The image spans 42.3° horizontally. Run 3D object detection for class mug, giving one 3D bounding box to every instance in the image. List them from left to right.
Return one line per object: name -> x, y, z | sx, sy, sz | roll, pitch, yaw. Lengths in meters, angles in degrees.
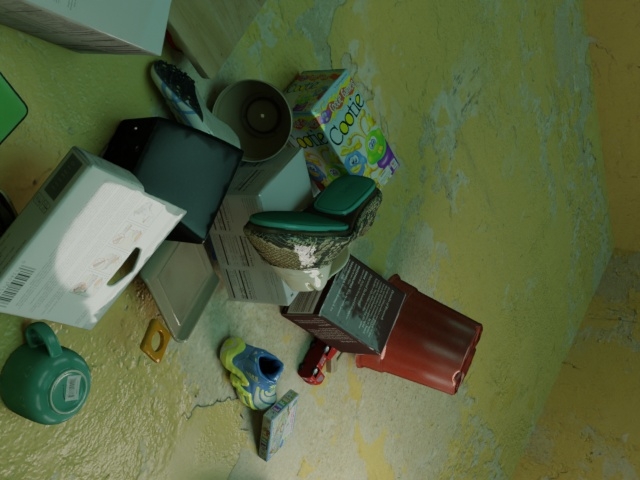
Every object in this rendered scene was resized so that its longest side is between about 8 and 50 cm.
mug -> -0.450, 0.228, 1.358 | 0.129, 0.097, 0.158 | -55, 139, -30

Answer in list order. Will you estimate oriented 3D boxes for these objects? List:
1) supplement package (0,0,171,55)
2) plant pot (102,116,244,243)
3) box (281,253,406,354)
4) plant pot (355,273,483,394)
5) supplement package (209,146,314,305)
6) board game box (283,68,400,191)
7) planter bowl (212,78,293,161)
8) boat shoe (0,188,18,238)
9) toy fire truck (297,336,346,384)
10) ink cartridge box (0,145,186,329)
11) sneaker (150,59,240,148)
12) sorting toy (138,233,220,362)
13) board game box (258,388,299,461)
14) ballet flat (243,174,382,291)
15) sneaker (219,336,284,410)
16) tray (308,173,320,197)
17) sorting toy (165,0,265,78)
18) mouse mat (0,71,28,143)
supplement package -> -0.375, -0.403, 1.209 | 0.262, 0.198, 0.199 | 12, 89, -55
plant pot -> -0.280, -0.117, 1.449 | 0.167, 0.188, 0.188 | 35, 70, -41
box -> 0.053, 0.149, 1.940 | 0.203, 0.168, 0.167 | 35, 67, -28
plant pot -> 0.269, 0.262, 2.178 | 0.272, 0.265, 0.272 | -56, 159, -35
supplement package -> -0.112, -0.033, 1.699 | 0.204, 0.145, 0.262 | -54, 140, -49
board game box -> 0.034, -0.227, 1.842 | 0.142, 0.144, 0.275 | -52, 127, -25
planter bowl -> -0.125, -0.246, 1.663 | 0.109, 0.162, 0.162 | -54, 146, -72
boat shoe -> -0.479, -0.001, 1.278 | 0.068, 0.072, 0.190 | -48, 135, -37
toy fire truck -> 0.023, 0.291, 2.092 | 0.192, 0.047, 0.135 | -62, 142, -23
ink cartridge box -> -0.374, 0.007, 1.300 | 0.275, 0.060, 0.239 | -50, 152, 7
sneaker -> -0.245, -0.233, 1.550 | 0.237, 0.086, 0.085 | 51, 26, -33
sorting toy -> -0.276, 0.070, 1.585 | 0.348, 0.047, 0.196 | -65, 147, -40
board game box -> -0.098, 0.433, 1.932 | 0.103, 0.026, 0.154 | -38, 147, -43
ballet flat -> 0.000, 0.000, 1.606 | 0.483, 0.164, 0.182 | -32, 131, -63
sneaker -> -0.128, 0.308, 1.812 | 0.091, 0.126, 0.240 | -58, 140, -27
tray -> 0.016, -0.179, 1.973 | 0.145, 0.030, 0.271 | 21, 81, -54
sorting toy -> -0.228, -0.473, 1.494 | 0.256, 0.089, 0.257 | -62, 142, -24
mouse mat -> -0.530, -0.183, 1.217 | 0.190, 0.007, 0.153 | -57, 139, -27
